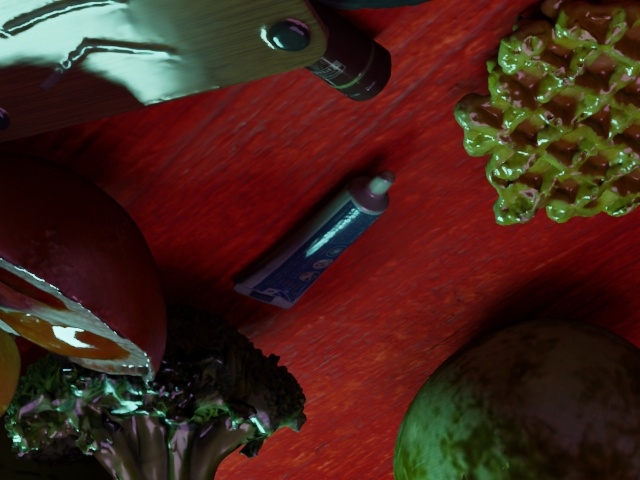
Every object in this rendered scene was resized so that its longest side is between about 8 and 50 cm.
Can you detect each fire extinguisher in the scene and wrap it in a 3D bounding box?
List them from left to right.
[{"bbox_3d":[-0.018,-0.140,0.938,0.064,0.043,0.158,19,172,47],"label":"fire extinguisher"}]

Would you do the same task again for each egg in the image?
[{"bbox_3d":[0.189,0.194,1.309,0.238,0.238,0.289,15,151,-32],"label":"egg"}]

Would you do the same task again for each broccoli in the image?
[{"bbox_3d":[-0.137,0.136,1.195,0.198,0.226,0.176,-26,101,41],"label":"broccoli"}]

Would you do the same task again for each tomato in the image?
[{"bbox_3d":[-0.185,0.007,1.021,0.199,0.112,0.228,16,160,28],"label":"tomato"}]

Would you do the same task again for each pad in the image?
[{"bbox_3d":[-0.175,-0.163,0.813,0.286,0.018,0.284,-12,140,25],"label":"pad"}]

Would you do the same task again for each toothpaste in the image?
[{"bbox_3d":[0.000,0.000,1.158,0.057,0.035,0.197,21,140,-24],"label":"toothpaste"}]

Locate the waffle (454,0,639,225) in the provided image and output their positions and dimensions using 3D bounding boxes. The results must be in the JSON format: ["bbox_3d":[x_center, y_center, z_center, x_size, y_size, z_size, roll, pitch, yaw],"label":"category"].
[{"bbox_3d":[0.218,-0.090,1.052,0.243,0.059,0.238,-9,146,2],"label":"waffle"}]

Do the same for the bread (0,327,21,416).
[{"bbox_3d":[-0.322,0.060,1.029,0.245,0.102,0.094,23,166,31],"label":"bread"}]

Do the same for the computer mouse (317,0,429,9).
[{"bbox_3d":[-0.022,-0.220,0.786,0.295,0.087,0.168,13,149,-8],"label":"computer mouse"}]

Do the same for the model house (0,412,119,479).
[{"bbox_3d":[-0.261,0.305,1.281,0.205,0.218,0.279,15,105,-36],"label":"model house"}]
